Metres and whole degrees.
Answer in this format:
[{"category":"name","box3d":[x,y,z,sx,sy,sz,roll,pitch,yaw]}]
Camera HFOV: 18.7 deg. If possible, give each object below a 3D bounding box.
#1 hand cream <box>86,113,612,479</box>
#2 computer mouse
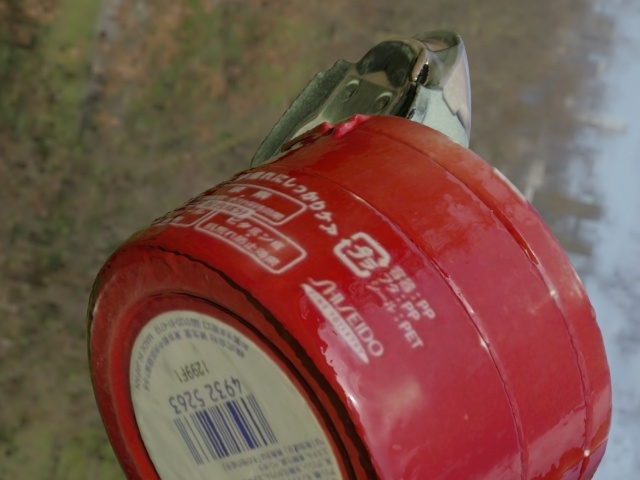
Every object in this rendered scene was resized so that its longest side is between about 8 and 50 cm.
[{"category":"hand cream","box3d":[0.008,0.066,0.908,0.149,0.230,0.230,-28,142,-35]},{"category":"computer mouse","box3d":[0.006,0.002,1.531,0.389,0.115,0.199,-54,-156,-2]}]
